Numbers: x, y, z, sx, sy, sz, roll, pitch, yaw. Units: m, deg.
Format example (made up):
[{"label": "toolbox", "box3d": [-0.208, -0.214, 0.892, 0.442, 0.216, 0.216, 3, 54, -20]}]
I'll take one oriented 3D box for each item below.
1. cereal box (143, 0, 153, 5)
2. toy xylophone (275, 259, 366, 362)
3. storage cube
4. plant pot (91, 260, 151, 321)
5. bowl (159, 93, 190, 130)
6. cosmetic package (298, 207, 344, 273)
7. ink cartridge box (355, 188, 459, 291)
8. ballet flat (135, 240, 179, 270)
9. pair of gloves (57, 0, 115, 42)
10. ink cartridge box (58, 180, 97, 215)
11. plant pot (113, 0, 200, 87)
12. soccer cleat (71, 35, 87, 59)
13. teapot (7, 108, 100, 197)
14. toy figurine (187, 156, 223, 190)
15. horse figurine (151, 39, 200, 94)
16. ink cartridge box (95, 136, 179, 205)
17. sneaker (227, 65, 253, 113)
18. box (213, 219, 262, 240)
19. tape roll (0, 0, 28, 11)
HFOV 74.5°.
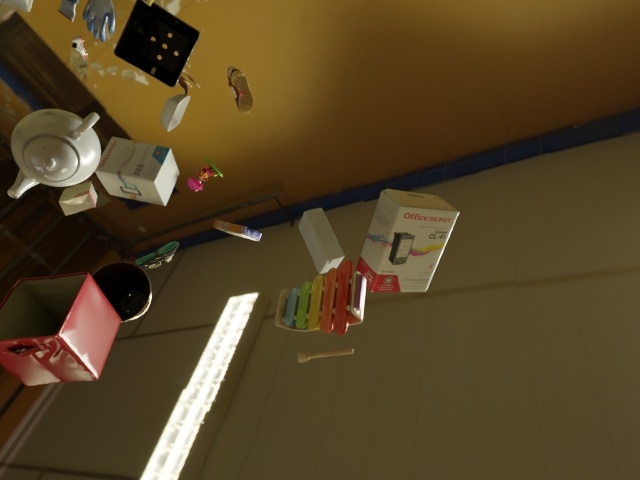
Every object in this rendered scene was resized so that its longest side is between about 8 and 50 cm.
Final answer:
[{"label": "cereal box", "box3d": [-0.332, -0.667, 0.951, 0.173, 0.047, 0.240, 12, -108, 61]}, {"label": "toy xylophone", "box3d": [0.006, 0.200, 1.152, 0.323, 0.081, 0.236, -27, -133, 37]}, {"label": "storage cube", "box3d": [-0.632, 0.216, 1.010, 0.184, 0.193, 0.214, -6, -137, 2]}, {"label": "plant pot", "box3d": [-0.714, 0.210, 1.550, 0.215, 0.215, 0.230, -49, 175, -20]}, {"label": "bowl", "box3d": [-0.577, -0.510, 1.651, 0.142, 0.053, 0.142, -56, -168, 28]}, {"label": "cosmetic package", "box3d": [0.000, 0.000, 1.641, 0.086, 0.117, 0.230, -15, -114, -25]}, {"label": "ink cartridge box", "box3d": [0.269, 0.009, 1.344, 0.226, 0.305, 0.131, 3, -151, -24]}, {"label": "ballet flat", "box3d": [-0.712, 0.075, 1.864, 0.203, 0.074, 0.074, -29, -149, -14]}, {"label": "pair of gloves", "box3d": [-0.564, -0.588, 1.011, 0.159, 0.198, 0.023, -58, 172, 30]}, {"label": "ink cartridge box", "box3d": [-1.001, -0.180, 1.748, 0.116, 0.067, 0.198, -20, -151, -15]}, {"label": "plant pot", "box3d": [-0.495, -0.610, 1.314, 0.187, 0.188, 0.167, -58, -160, 13]}, {"label": "soccer cleat", "box3d": [-0.719, -0.572, 1.251, 0.036, 0.029, 0.083, -31, 173, -30]}, {"label": "teapot", "box3d": [-0.793, -0.267, 1.264, 0.253, 0.255, 0.187, -2, -152, -20]}, {"label": "toy figurine", "box3d": [-0.590, -0.318, 2.091, 0.159, 0.130, 0.173, -42, -158, -5]}, {"label": "horse figurine", "box3d": [-0.588, -0.710, 1.721, 0.066, 0.174, 0.263, -37, -125, 15]}, {"label": "ink cartridge box", "box3d": [-0.819, -0.310, 1.900, 0.271, 0.197, 0.198, 12, -118, 1]}, {"label": "sneaker", "box3d": [-0.312, -0.583, 1.632, 0.070, 0.185, 0.084, -27, -125, -18]}, {"label": "box", "box3d": [-0.242, -0.028, 1.254, 0.136, 0.081, 0.028, 15, -97, 31]}, {"label": "tape roll", "box3d": [-0.952, -0.880, 1.314, 0.286, 0.100, 0.285, -17, -110, 55]}]
